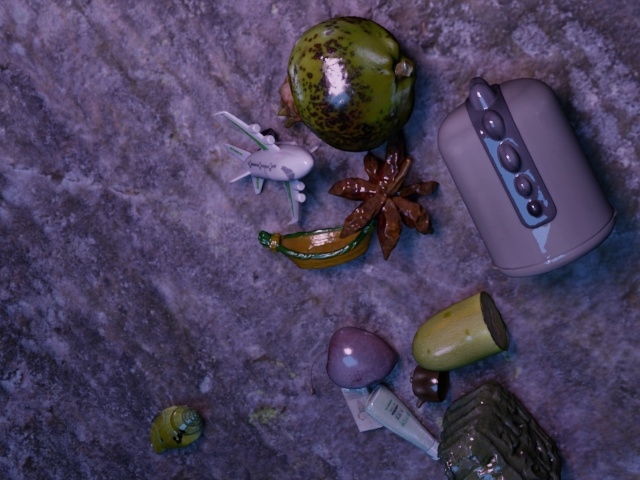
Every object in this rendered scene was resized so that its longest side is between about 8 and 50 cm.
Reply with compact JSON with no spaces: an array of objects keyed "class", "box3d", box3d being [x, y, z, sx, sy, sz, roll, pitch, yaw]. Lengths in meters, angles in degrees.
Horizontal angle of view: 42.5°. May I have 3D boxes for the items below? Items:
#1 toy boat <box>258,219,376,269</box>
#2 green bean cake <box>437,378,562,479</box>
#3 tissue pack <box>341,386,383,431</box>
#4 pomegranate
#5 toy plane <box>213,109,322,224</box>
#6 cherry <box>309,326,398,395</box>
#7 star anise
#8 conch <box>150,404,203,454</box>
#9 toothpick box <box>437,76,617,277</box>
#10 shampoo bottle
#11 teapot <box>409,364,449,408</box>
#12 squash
[{"class":"toy boat","box3d":[0.000,0.000,1.535,0.229,0.089,0.088,-12,121,12]},{"class":"green bean cake","box3d":[0.335,0.410,1.522,0.132,0.255,0.241,-39,93,25]},{"class":"tissue pack","box3d":[0.087,0.340,1.696,0.056,0.023,0.108,-18,106,22]},{"class":"pomegranate","box3d":[0.037,-0.263,1.377,0.204,0.276,0.222,-33,112,-10]},{"class":"toy plane","box3d":[-0.078,-0.141,1.467,0.255,0.101,0.251,0,130,55]},{"class":"cherry","box3d":[0.071,0.255,1.627,0.148,0.115,0.188,-8,125,-21]},{"class":"star anise","box3d":[0.113,-0.074,1.447,0.196,0.111,0.213,-16,97,10]},{"class":"conch","box3d":[-0.319,0.415,1.835,0.200,0.079,0.095,-24,85,34]},{"class":"toothpick box","box3d":[0.314,-0.116,1.311,0.229,0.229,0.316,-24,103,25]},{"class":"shampoo bottle","box3d":[0.173,0.375,1.667,0.190,0.069,0.041,42,143,-9]},{"class":"teapot","box3d":[0.207,0.267,1.603,0.068,0.076,0.121,2,86,26]},{"class":"squash","box3d":[0.249,0.179,1.530,0.186,0.123,0.123,-28,102,29]}]
